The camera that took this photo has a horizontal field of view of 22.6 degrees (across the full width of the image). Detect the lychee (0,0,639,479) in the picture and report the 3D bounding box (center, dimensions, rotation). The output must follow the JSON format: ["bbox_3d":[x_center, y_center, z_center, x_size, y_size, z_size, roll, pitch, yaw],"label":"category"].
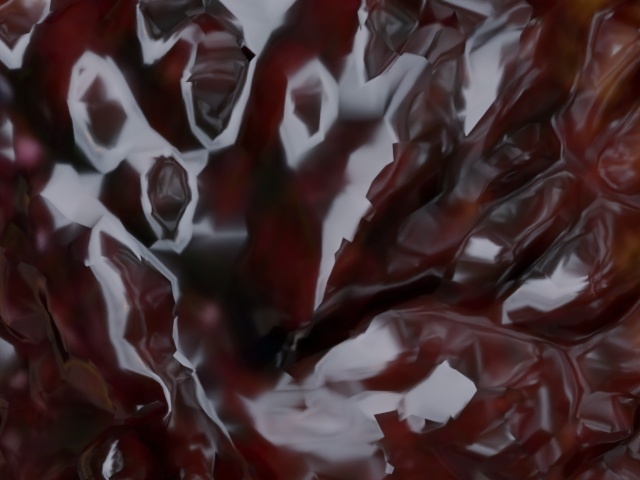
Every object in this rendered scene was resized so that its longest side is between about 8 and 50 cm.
[{"bbox_3d":[0.000,0.000,0.609,0.425,0.424,0.500,30,41,1],"label":"lychee"}]
